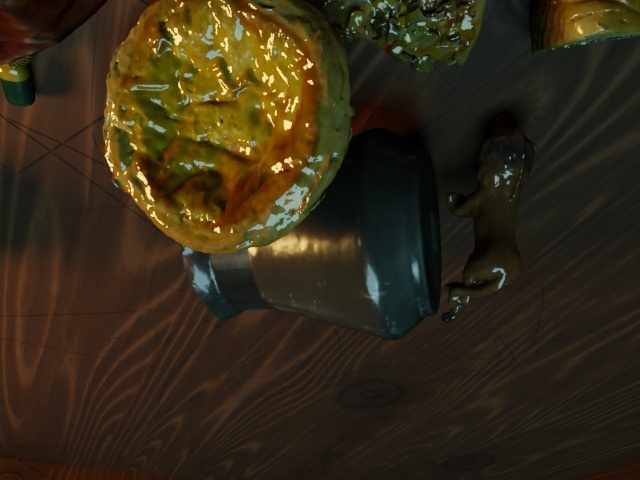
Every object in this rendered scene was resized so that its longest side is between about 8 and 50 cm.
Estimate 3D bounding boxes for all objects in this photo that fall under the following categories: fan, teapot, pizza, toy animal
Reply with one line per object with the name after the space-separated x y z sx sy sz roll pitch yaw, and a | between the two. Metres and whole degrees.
-0.406 -0.236 0.779 0.082 0.039 0.155 6 143 -9 | fan
0.000 0.000 0.928 0.362 0.305 0.376 -3 171 18 | teapot
0.095 -0.275 0.703 0.226 0.069 0.147 13 143 -16 | pizza
0.255 -0.031 0.880 0.097 0.312 0.157 6 173 -8 | toy animal

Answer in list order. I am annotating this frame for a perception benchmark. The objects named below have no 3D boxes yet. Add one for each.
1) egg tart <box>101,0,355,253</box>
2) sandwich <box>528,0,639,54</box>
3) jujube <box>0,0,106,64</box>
-0.109 -0.154 0.724 0.341 0.341 0.129 -16 -176 20 | egg tart
0.355 -0.256 0.648 0.215 0.186 0.065 -6 103 4 | sandwich
-0.304 -0.298 0.500 0.377 0.276 0.276 -16 141 30 | jujube
